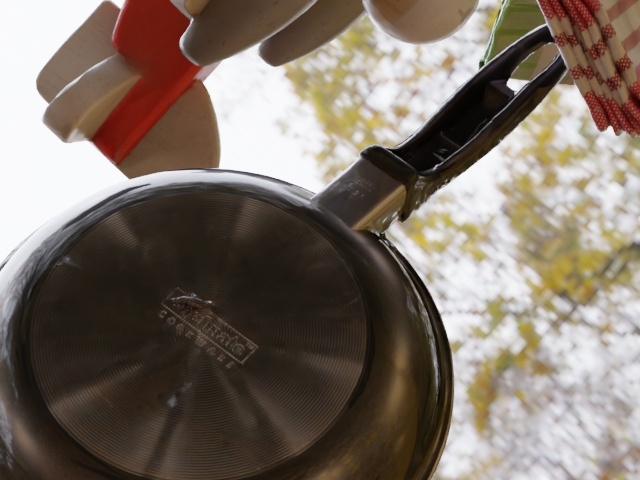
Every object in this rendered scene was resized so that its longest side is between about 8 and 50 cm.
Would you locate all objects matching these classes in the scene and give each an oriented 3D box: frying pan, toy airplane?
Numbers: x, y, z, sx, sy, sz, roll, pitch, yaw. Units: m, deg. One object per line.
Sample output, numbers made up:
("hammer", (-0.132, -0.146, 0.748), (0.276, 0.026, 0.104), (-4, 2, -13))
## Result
("frying pan", (0.011, 0.023, 0.767), (0.326, 0.197, 0.053), (-23, -30, -15))
("toy airplane", (-0.027, -0.189, 1.344), (0.272, 0.386, 0.384), (22, -39, 3))

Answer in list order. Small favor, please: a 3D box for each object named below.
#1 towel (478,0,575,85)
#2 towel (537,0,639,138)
("towel", (0.172, -0.110, 1.102), (0.152, 0.023, 0.113), (5, -25, -3))
("towel", (0.112, -0.149, 0.850), (0.029, 0.144, 0.197), (-22, -80, 25))
